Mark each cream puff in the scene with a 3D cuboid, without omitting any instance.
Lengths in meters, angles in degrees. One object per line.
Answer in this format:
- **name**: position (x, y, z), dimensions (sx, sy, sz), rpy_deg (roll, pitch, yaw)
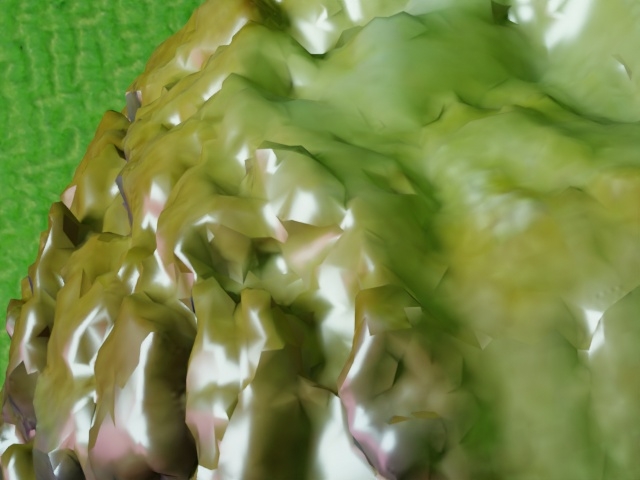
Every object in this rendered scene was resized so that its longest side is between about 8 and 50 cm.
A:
- **cream puff**: position (0.029, 0.055, 0.512), dimensions (0.327, 0.231, 0.343), rpy_deg (91, 167, -79)
